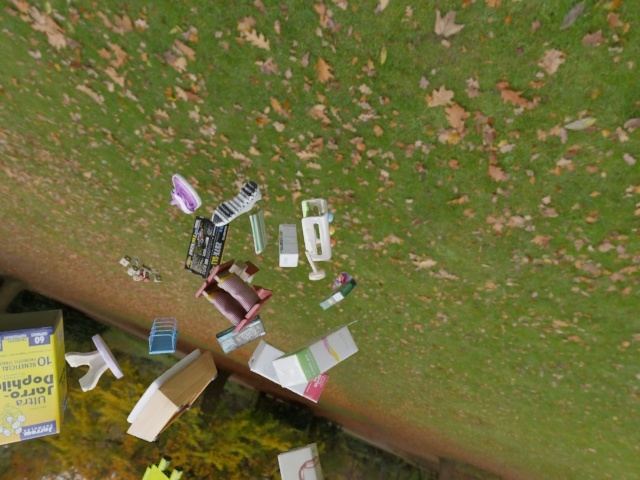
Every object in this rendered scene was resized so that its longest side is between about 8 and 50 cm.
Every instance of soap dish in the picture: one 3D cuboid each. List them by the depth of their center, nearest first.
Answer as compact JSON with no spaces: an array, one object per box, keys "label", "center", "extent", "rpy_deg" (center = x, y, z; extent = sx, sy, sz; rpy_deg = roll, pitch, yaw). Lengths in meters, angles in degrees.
[{"label":"soap dish","center":[-0.485,0.514,1.338],"extent":[0.118,0.229,0.290],"rpy_deg":[43,120,8]}]

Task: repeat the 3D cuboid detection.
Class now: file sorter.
[{"label":"file sorter","center":[-0.798,0.479,2.051],"extent":[0.118,0.104,0.170],"rpy_deg":[-1,-158,-13]}]

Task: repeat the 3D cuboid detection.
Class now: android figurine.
[{"label":"android figurine","center":[-0.695,1.099,1.762],"extent":[0.249,0.272,0.056],"rpy_deg":[18,176,29]}]

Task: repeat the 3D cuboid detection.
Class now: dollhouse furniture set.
[{"label":"dollhouse furniture set","center":[-0.271,0.169,1.507],"extent":[0.201,0.152,0.374],"rpy_deg":[41,-164,4]}]

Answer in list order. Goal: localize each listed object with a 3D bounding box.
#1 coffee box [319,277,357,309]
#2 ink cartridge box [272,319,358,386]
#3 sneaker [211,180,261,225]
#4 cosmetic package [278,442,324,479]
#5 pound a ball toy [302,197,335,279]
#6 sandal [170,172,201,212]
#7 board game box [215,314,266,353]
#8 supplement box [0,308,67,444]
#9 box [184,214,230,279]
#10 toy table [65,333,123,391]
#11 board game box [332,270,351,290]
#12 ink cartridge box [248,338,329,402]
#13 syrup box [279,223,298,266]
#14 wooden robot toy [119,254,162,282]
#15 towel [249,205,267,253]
[{"label":"coffee box","center":[0.079,0.246,1.840],"extent":[0.040,0.113,0.184],"rpy_deg":[49,141,1]},{"label":"ink cartridge box","center":[0.005,0.460,1.659],"extent":[0.207,0.354,0.119],"rpy_deg":[-34,79,50]},{"label":"sneaker","center":[-0.413,-0.167,2.032],"extent":[0.110,0.292,0.118],"rpy_deg":[47,174,22]},{"label":"cosmetic package","center":[-0.050,0.907,1.451],"extent":[0.129,0.295,0.153],"rpy_deg":[-16,159,3]},{"label":"pound a ball toy","center":[0.000,0.000,1.785],"extent":[0.136,0.208,0.319],"rpy_deg":[-5,135,3]},{"label":"sandal","center":[-0.663,-0.191,1.938],"extent":[0.169,0.102,0.416],"rpy_deg":[43,159,-5]},{"label":"board game box","center":[-0.321,0.382,1.647],"extent":[0.026,0.186,0.126],"rpy_deg":[54,161,40]},{"label":"supplement box","center":[-0.943,0.426,1.293],"extent":[0.194,0.356,0.195],"rpy_deg":[-3,-171,-25]},{"label":"box","center":[-0.630,0.036,2.230],"extent":[0.079,0.321,0.257],"rpy_deg":[12,-179,-44]},{"label":"toy table","center":[-1.080,0.594,1.930],"extent":[0.252,0.161,0.274],"rpy_deg":[22,134,51]},{"label":"board game box","center":[0.111,0.244,2.350],"extent":[0.033,0.133,0.168],"rpy_deg":[34,-170,-25]},{"label":"ink cartridge box","center":[-0.181,0.703,2.210],"extent":[0.385,0.160,0.279],"rpy_deg":[29,166,-8]},{"label":"syrup box","center":[-0.173,0.023,2.151],"extent":[0.097,0.236,0.093],"rpy_deg":[1,133,-9]},{"label":"wooden robot toy","center":[-0.706,0.133,1.562],"extent":[0.079,0.076,0.173],"rpy_deg":[-37,128,18]},{"label":"towel","center":[-0.370,-0.068,2.438],"extent":[0.038,0.247,0.325],"rpy_deg":[-8,-167,1]}]
